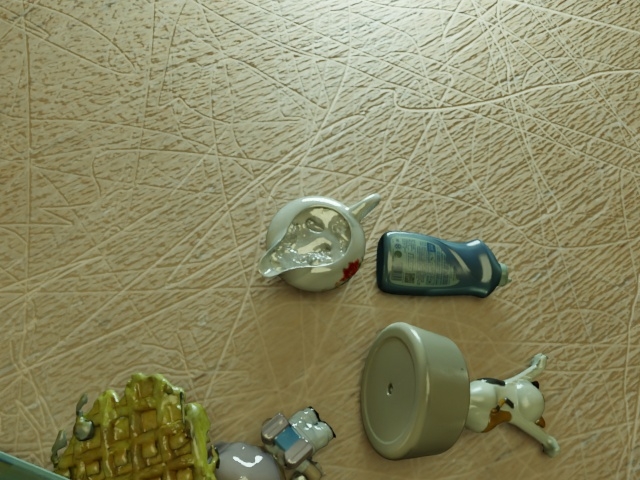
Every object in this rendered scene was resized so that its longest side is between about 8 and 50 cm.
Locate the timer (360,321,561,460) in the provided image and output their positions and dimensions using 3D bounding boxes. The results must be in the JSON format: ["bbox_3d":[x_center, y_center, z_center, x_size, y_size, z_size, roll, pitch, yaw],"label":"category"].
[{"bbox_3d":[0.208,0.216,0.935,0.265,0.175,0.175,11,66,-21],"label":"timer"}]

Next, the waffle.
[{"bbox_3d":[-0.220,0.308,0.813,0.262,0.060,0.281,29,85,25],"label":"waffle"}]

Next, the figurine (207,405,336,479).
[{"bbox_3d":[-0.077,0.297,0.869,0.229,0.112,0.137,-34,71,-29],"label":"figurine"}]

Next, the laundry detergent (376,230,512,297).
[{"bbox_3d":[0.189,0.041,1.033,0.206,0.061,0.097,6,65,-6],"label":"laundry detergent"}]

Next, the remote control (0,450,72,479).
[{"bbox_3d":[-0.417,0.302,0.793,0.335,0.065,0.128,16,75,13],"label":"remote control"}]

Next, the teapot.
[{"bbox_3d":[0.000,0.000,1.007,0.226,0.092,0.145,-38,80,-21],"label":"teapot"}]
